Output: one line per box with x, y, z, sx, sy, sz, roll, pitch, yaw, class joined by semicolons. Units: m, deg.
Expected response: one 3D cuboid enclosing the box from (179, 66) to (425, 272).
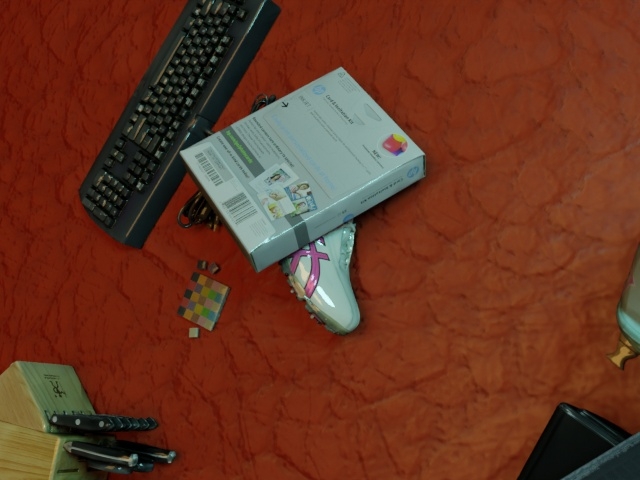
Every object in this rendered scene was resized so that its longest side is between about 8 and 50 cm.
-0.018;-0.073;0.761;0.186;0.038;0.145;-31;58;-12;box

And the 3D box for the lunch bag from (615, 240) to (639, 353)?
0.351;0.046;0.505;0.279;0.224;0.108;28;125;27;lunch bag

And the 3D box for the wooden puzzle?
-0.124;0.063;0.853;0.049;0.006;0.083;22;89;29;wooden puzzle

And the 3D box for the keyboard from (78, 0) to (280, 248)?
-0.145;-0.134;0.895;0.201;0.033;0.317;33;95;28;keyboard

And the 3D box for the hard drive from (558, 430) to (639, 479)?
0.249;0.241;0.506;0.172;0.054;0.255;-29;99;-4;hard drive

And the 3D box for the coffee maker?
0.175;0.215;0.602;0.171;0.120;0.178;32;92;26;coffee maker

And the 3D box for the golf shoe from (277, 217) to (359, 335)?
0.000;0.000;0.770;0.086;0.067;0.186;-31;66;16;golf shoe

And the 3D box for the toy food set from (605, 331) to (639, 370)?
0.291;0.064;0.636;0.078;0.019;0.122;35;95;28;toy food set

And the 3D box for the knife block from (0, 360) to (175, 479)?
-0.289;0.262;0.844;0.275;0.088;0.242;-40;64;13;knife block
